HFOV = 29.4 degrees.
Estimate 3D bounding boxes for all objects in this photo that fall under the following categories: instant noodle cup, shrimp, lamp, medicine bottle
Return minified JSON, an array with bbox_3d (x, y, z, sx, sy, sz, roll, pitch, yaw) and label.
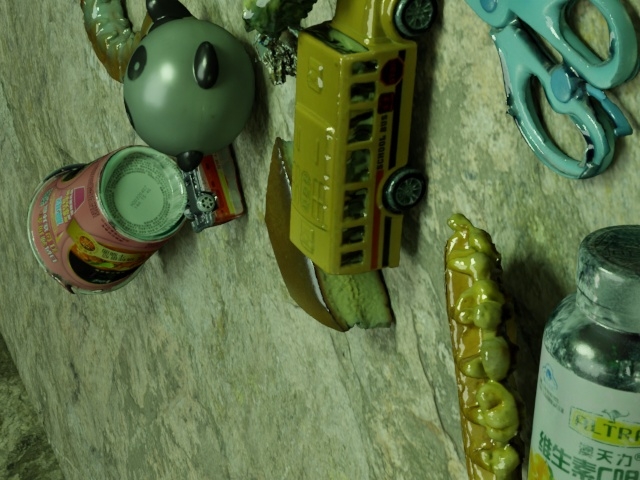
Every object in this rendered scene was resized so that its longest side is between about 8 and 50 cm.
[{"bbox_3d":[-0.342,-0.049,2.033,0.255,0.244,0.243,-24,79,57],"label":"instant noodle cup"},{"bbox_3d":[-0.048,-0.264,1.528,0.082,0.076,0.174,-29,65,21],"label":"shrimp"},{"bbox_3d":[-0.321,-0.345,2.009,0.287,0.068,0.185,19,120,58],"label":"shrimp"},{"bbox_3d":[-0.188,-0.225,1.680,0.244,0.198,0.197,-117,28,-46],"label":"lamp"},{"bbox_3d":[0.247,0.137,1.001,0.141,0.141,0.293,39,134,52],"label":"medicine bottle"}]

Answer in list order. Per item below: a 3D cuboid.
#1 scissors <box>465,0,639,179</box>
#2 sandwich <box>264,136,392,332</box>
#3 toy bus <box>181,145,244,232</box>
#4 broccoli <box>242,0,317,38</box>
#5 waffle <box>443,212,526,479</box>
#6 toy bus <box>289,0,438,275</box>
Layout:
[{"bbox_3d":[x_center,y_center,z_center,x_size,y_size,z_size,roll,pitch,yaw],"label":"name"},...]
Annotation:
[{"bbox_3d":[0.167,-0.217,1.129,0.393,0.032,0.180,55,146,37],"label":"scissors"},{"bbox_3d":[0.000,0.000,1.490,0.096,0.094,0.258,-38,65,57],"label":"sandwich"},{"bbox_3d":[-0.168,-0.104,1.796,0.079,0.077,0.174,-21,82,64],"label":"toy bus"},{"bbox_3d":[-0.069,-0.377,1.275,0.248,0.246,0.288,120,160,-57],"label":"broccoli"},{"bbox_3d":[0.155,0.135,1.157,0.281,0.058,0.300,-85,-12,-66],"label":"waffle"},{"bbox_3d":[0.038,-0.131,1.320,0.121,0.123,0.335,42,137,50],"label":"toy bus"}]
